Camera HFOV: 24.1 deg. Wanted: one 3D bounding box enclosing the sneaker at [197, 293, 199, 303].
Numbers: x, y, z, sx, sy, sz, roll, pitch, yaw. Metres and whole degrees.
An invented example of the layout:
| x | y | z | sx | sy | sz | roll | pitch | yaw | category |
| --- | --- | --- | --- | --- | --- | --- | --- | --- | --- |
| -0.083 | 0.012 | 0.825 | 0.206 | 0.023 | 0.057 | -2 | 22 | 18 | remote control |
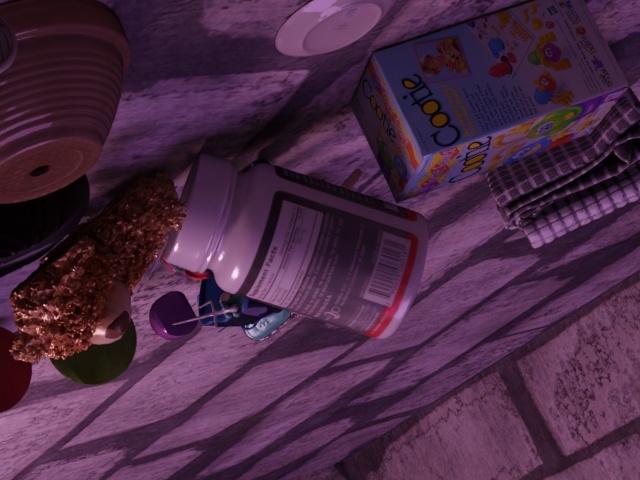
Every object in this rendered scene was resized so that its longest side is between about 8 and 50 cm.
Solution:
| x | y | z | sx | sy | sz | roll | pitch | yaw | category |
| --- | --- | --- | --- | --- | --- | --- | --- | --- | --- |
| -0.119 | 0.079 | 2.308 | 0.082 | 0.069 | 0.209 | 5 | -174 | 22 | sneaker |

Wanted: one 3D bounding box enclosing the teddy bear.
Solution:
| x | y | z | sx | sy | sz | roll | pitch | yaw | category |
| --- | --- | --- | --- | --- | --- | --- | --- | --- | --- |
| -0.237 | 0.032 | 1.665 | 0.245 | 0.113 | 0.338 | -41 | -171 | 0 | teddy bear |

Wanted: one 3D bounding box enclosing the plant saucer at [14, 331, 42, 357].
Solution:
| x | y | z | sx | sy | sz | roll | pitch | yaw | category |
| --- | --- | --- | --- | --- | --- | --- | --- | --- | --- |
| -0.406 | 0.147 | 2.143 | 0.119 | 0.021 | 0.119 | -23 | 165 | -7 | plant saucer |

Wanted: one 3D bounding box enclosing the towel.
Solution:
| x | y | z | sx | sy | sz | roll | pitch | yaw | category |
| --- | --- | --- | --- | --- | --- | --- | --- | --- | --- |
| 0.328 | -0.125 | 2.006 | 0.235 | 0.121 | 0.284 | -26 | -159 | 8 | towel |

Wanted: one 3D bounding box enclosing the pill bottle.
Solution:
| x | y | z | sx | sy | sz | roll | pitch | yaw | category |
| --- | --- | --- | --- | --- | --- | --- | --- | --- | --- |
| -0.030 | 0.003 | 1.773 | 0.283 | 0.161 | 0.161 | 18 | 151 | -11 | pill bottle |

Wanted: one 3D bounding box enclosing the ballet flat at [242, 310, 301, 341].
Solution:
| x | y | z | sx | sy | sz | roll | pitch | yaw | category |
| --- | --- | --- | --- | --- | --- | --- | --- | --- | --- |
| -0.043 | 0.094 | 2.473 | 0.213 | 0.072 | 0.068 | -33 | -170 | 28 | ballet flat |

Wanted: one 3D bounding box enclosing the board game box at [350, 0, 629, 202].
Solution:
| x | y | z | sx | sy | sz | roll | pitch | yaw | category |
| --- | --- | --- | --- | --- | --- | --- | --- | --- | --- |
| 0.197 | -0.172 | 1.788 | 0.275 | 0.144 | 0.142 | -19 | 164 | -17 | board game box |

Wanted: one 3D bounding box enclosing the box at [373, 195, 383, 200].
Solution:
| x | y | z | sx | sy | sz | roll | pitch | yaw | category |
| --- | --- | --- | --- | --- | --- | --- | --- | --- | --- |
| 0.015 | 0.018 | 2.230 | 0.170 | 0.091 | 0.130 | -16 | 163 | -30 | box |

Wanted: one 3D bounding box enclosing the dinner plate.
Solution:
| x | y | z | sx | sy | sz | roll | pitch | yaw | category |
| --- | --- | --- | --- | --- | --- | --- | --- | --- | --- |
| 0.020 | -0.228 | 1.573 | 0.141 | 0.017 | 0.141 | -24 | 163 | -8 | dinner plate |

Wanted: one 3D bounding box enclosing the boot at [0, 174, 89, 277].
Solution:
| x | y | z | sx | sy | sz | roll | pitch | yaw | category |
| --- | --- | --- | --- | --- | --- | --- | --- | --- | --- |
| -0.384 | 0.023 | 1.565 | 0.348 | 0.131 | 0.260 | -21 | 163 | 0 | boot |

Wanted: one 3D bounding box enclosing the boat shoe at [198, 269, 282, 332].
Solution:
| x | y | z | sx | sy | sz | roll | pitch | yaw | category |
| --- | --- | --- | --- | --- | --- | --- | --- | --- | --- |
| -0.112 | 0.087 | 2.089 | 0.089 | 0.109 | 0.258 | 5 | -172 | -16 | boat shoe |

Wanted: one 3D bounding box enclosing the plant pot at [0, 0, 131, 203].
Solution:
| x | y | z | sx | sy | sz | roll | pitch | yaw | category |
| --- | --- | --- | --- | --- | --- | --- | --- | --- | --- |
| -0.269 | -0.109 | 1.349 | 0.237 | 0.110 | 0.237 | -24 | 164 | -7 | plant pot |

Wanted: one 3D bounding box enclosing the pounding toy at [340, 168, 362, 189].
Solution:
| x | y | z | sx | sy | sz | roll | pitch | yaw | category |
| --- | --- | --- | --- | --- | --- | --- | --- | --- | --- |
| 0.008 | -0.006 | 2.008 | 0.181 | 0.094 | 0.206 | -38 | -176 | -3 | pounding toy |

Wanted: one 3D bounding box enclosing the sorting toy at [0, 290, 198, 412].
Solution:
| x | y | z | sx | sy | sz | roll | pitch | yaw | category |
| --- | --- | --- | --- | --- | --- | --- | --- | --- | --- |
| -0.354 | 0.152 | 2.084 | 0.365 | 0.127 | 0.126 | -16 | 174 | -25 | sorting toy |

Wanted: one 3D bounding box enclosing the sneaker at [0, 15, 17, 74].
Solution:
| x | y | z | sx | sy | sz | roll | pitch | yaw | category |
| --- | --- | --- | --- | --- | --- | --- | --- | --- | --- |
| -0.354 | -0.131 | 1.226 | 0.222 | 0.083 | 0.118 | -14 | 169 | -8 | sneaker |

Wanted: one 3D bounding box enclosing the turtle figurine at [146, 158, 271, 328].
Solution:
| x | y | z | sx | sy | sz | roll | pitch | yaw | category |
| --- | --- | --- | --- | --- | --- | --- | --- | --- | --- |
| -0.135 | 0.000 | 1.908 | 0.234 | 0.118 | 0.175 | -34 | 125 | 20 | turtle figurine |
